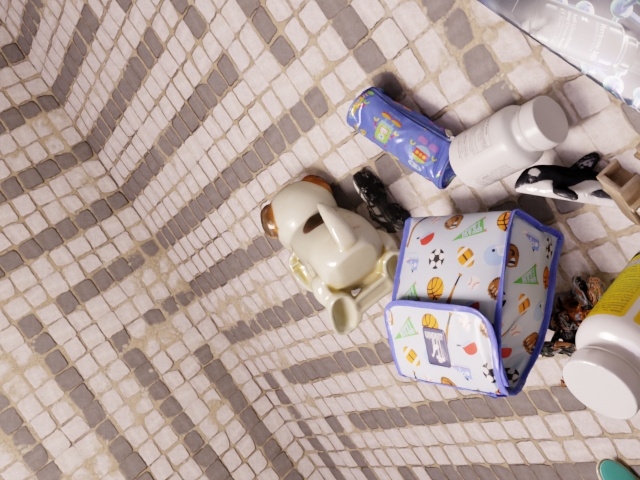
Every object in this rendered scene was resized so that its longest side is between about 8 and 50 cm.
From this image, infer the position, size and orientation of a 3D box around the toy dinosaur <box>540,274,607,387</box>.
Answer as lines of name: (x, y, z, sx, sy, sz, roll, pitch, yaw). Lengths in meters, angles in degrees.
toy dinosaur: (0.568, 0.219, 1.582, 0.218, 0.164, 0.322, 10, 107, 25)

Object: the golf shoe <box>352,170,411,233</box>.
golf shoe: (0.146, -0.095, 1.845, 0.198, 0.077, 0.094, 50, 145, 6)

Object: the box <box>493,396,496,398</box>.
box: (0.434, 0.352, 1.940, 0.136, 0.036, 0.225, 22, 136, 36)

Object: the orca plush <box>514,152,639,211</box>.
orca plush: (0.534, -0.123, 1.355, 0.287, 0.151, 0.102, 16, 99, 42)

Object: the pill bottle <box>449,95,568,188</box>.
pill bottle: (0.387, -0.204, 1.423, 0.131, 0.131, 0.229, 56, 145, -4)

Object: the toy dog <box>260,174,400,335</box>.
toy dog: (0.000, 0.000, 1.890, 0.408, 0.284, 0.395, 46, 180, 43)

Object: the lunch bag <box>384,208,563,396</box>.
lunch bag: (0.327, 0.139, 1.545, 0.239, 0.386, 0.327, 20, 167, -36)

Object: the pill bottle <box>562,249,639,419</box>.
pill bottle: (0.607, 0.169, 1.300, 0.188, 0.334, 0.188, 37, 152, 24)

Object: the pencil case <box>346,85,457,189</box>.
pencil case: (0.205, -0.247, 1.604, 0.306, 0.119, 0.133, 38, 139, 21)

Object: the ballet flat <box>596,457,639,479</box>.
ballet flat: (0.798, 0.656, 1.754, 0.248, 0.086, 0.086, 42, 144, 14)

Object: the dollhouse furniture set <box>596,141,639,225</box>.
dollhouse furniture set: (0.709, -0.122, 1.133, 0.174, 0.355, 0.303, 34, -167, -43)

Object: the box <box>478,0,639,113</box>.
box: (0.489, -0.419, 1.049, 0.395, 0.212, 0.293, 41, 143, 16)
